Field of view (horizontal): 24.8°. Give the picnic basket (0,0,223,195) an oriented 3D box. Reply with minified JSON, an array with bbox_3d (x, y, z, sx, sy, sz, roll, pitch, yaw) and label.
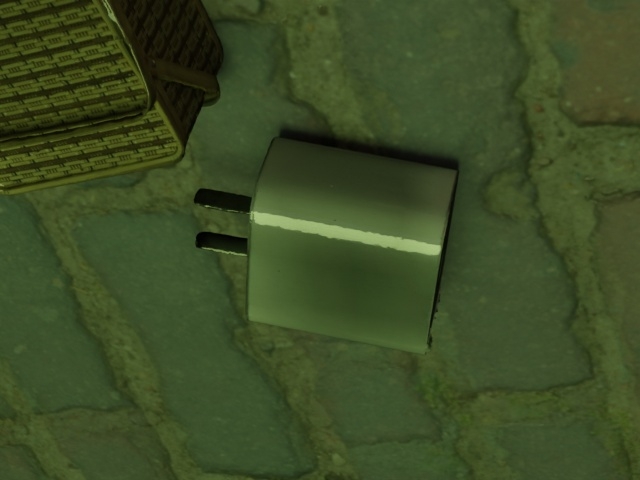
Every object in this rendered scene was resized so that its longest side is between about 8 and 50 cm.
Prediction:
[{"bbox_3d":[-0.246,-0.199,1.277,0.228,0.175,0.312,-8,131,22],"label":"picnic basket"}]

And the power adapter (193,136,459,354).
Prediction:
[{"bbox_3d":[0.000,0.000,1.436,0.255,0.124,0.187,11,133,7],"label":"power adapter"}]
